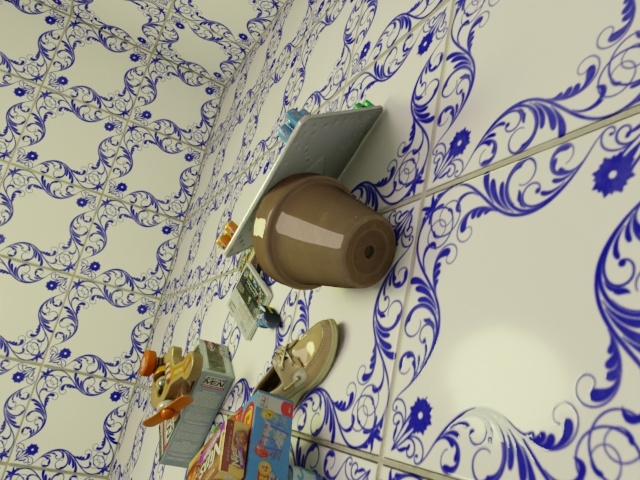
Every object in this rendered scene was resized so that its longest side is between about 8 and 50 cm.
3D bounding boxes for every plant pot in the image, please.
[{"bbox_3d":[0.028,0.001,1.141,0.229,0.263,0.263,20,90,48],"label":"plant pot"}]

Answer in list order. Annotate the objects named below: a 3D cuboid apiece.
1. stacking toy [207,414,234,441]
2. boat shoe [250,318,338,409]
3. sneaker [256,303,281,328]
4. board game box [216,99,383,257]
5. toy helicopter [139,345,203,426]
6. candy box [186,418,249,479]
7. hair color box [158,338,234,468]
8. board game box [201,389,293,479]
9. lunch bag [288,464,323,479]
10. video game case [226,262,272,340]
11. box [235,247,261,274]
[{"bbox_3d":[-0.310,0.612,1.551,0.167,0.052,0.221,-43,25,49],"label":"stacking toy"},{"bbox_3d":[-0.061,0.286,1.242,0.302,0.098,0.109,-55,27,31],"label":"boat shoe"},{"bbox_3d":[-0.149,0.227,1.545,0.144,0.053,0.059,-141,73,-74],"label":"sneaker"},{"bbox_3d":[-0.044,-0.160,1.307,0.390,0.050,0.390,-28,-23,-56],"label":"board game box"},{"bbox_3d":[-0.442,0.426,1.647,0.355,0.140,0.235,-36,43,47],"label":"toy helicopter"},{"bbox_3d":[-0.205,0.443,1.059,0.186,0.053,0.109,-54,21,32],"label":"candy box"},{"bbox_3d":[-0.415,0.536,1.803,0.374,0.114,0.185,-63,25,14],"label":"hair color box"},{"bbox_3d":[-0.173,0.512,1.103,0.302,0.086,0.308,-51,23,35],"label":"board game box"},{"bbox_3d":[-0.072,0.554,1.058,0.176,0.090,0.219,-40,33,54],"label":"lunch bag"},{"bbox_3d":[-0.227,0.190,1.728,0.190,0.022,0.173,48,117,49],"label":"video game case"},{"bbox_3d":[-0.214,0.008,1.865,0.233,0.044,0.159,-68,23,4],"label":"box"}]
